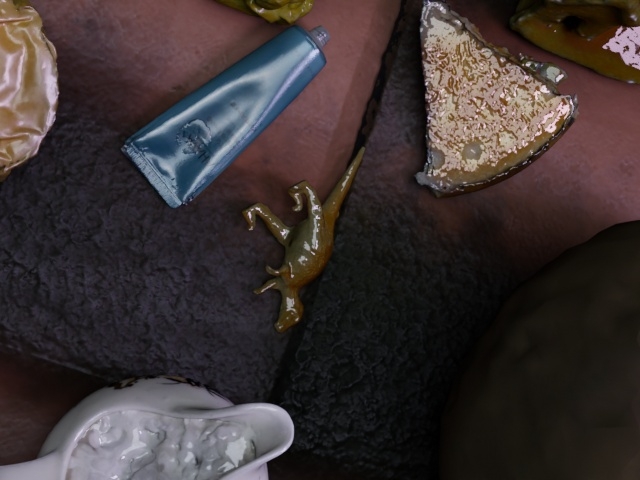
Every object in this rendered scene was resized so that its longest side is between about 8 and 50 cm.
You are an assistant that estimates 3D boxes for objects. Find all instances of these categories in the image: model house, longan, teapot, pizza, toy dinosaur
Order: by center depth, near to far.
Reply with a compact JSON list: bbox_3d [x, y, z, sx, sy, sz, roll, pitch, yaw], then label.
[{"bbox_3d":[-0.169,0.215,1.086,0.299,0.166,0.208,-9,67,-6],"label":"teapot"},{"bbox_3d":[0.321,0.176,1.093,0.435,0.404,0.404,-19,89,-13],"label":"longan"},{"bbox_3d":[0.345,-0.251,1.207,0.268,0.239,0.173,-28,92,-14],"label":"model house"},{"bbox_3d":[0.000,0.000,1.220,0.162,0.039,0.126,-27,101,-18],"label":"toy dinosaur"},{"bbox_3d":[0.146,-0.151,1.253,0.185,0.052,0.195,-29,96,-5],"label":"pizza"}]

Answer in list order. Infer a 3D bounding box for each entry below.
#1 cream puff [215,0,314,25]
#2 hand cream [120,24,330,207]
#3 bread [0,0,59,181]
[{"bbox_3d":[-0.054,-0.262,1.182,0.121,0.156,0.156,-24,90,2],"label":"cream puff"},{"bbox_3d":[-0.080,-0.130,1.212,0.224,0.048,0.083,-42,97,-7],"label":"hand cream"},{"bbox_3d":[-0.338,-0.138,1.083,0.240,0.139,0.240,-9,108,-28],"label":"bread"}]
